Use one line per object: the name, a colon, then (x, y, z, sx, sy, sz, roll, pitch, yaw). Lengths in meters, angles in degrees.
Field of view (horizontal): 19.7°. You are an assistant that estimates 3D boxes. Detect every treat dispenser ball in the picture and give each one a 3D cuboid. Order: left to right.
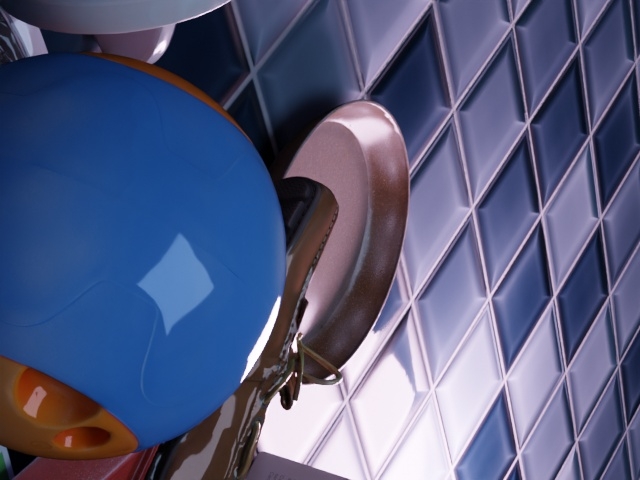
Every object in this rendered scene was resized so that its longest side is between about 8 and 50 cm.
treat dispenser ball: (-0.167, 0.011, 1.295, 0.288, 0.288, 0.288, -36, 133, -50)

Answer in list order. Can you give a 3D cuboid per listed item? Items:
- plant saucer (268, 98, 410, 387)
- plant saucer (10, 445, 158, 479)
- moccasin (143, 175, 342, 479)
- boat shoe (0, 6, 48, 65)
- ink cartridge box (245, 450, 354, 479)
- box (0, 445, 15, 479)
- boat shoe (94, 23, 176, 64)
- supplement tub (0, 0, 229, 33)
plant saucer: (0.000, 0.000, 1.940, 0.310, 0.050, 0.310, -35, 132, -51)
plant saucer: (-0.226, 0.251, 1.532, 0.259, 0.048, 0.258, -41, 162, -49)
moccasin: (-0.074, 0.121, 1.737, 0.147, 0.139, 0.380, 28, 77, -39)
boat shoe: (-0.233, -0.084, 1.430, 0.076, 0.080, 0.228, -39, 128, -33)
ink cartridge box: (0.058, 0.417, 1.889, 0.279, 0.385, 0.160, -60, 148, -26)
box: (-0.306, 0.173, 1.407, 0.101, 0.102, 0.087, -45, 138, -41)
boat shoe: (-0.136, -0.277, 1.518, 0.088, 0.096, 0.267, -16, 109, -53)
supplement tub: (-0.157, -0.333, 1.293, 0.235, 0.235, 0.324, -44, 139, -45)
